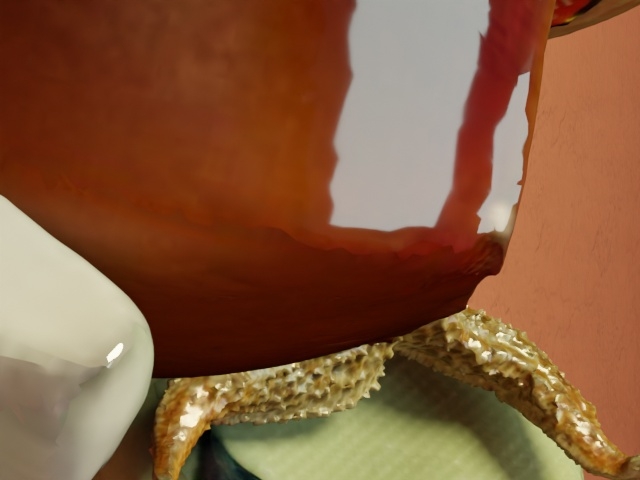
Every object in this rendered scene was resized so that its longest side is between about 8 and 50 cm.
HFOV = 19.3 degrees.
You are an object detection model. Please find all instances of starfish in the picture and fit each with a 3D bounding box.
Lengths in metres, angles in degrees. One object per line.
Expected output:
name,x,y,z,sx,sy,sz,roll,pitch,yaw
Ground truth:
starfish,-0.017,0.002,0.910,0.084,0.293,0.301,-55,-133,42

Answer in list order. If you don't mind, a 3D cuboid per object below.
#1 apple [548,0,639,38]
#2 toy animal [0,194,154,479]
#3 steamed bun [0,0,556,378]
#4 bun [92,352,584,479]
apple,0.095,-0.295,0.877,0.391,0.346,0.391,64,-5,9
toy animal,-0.185,0.134,0.493,0.196,0.241,0.368,-44,150,-46
steamed bun,-0.080,-0.075,0.630,0.379,0.248,0.235,159,-57,-78
bun,-0.003,0.146,0.978,0.179,0.283,0.283,-53,-174,40
